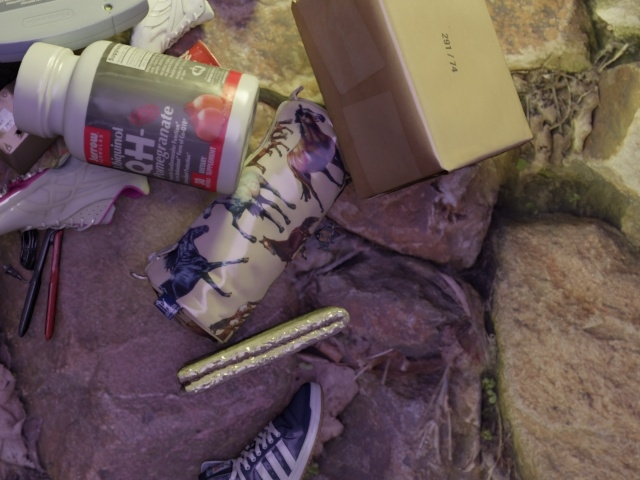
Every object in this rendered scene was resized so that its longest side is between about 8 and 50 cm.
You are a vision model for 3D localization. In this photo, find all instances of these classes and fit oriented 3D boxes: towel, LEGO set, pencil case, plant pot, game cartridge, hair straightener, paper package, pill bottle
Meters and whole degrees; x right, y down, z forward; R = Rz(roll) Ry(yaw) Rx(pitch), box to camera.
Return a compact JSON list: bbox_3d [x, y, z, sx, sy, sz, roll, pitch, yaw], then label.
[{"bbox_3d":[-0.091,0.171,1.334,0.282,0.187,0.049,-22,90,-7],"label":"towel"},{"bbox_3d":[-0.002,-0.002,1.432,0.083,0.023,0.054,-16,91,5],"label":"LEGO set"},{"bbox_3d":[-0.105,-0.039,1.343,0.183,0.160,0.410,40,85,-22],"label":"pencil case"},{"bbox_3d":[-0.475,-0.177,1.314,0.109,0.096,0.109,41,84,-8],"label":"plant pot"},{"bbox_3d":[-0.417,-0.368,1.266,0.294,0.060,0.196,-17,66,-13],"label":"game cartridge"},{"bbox_3d":[-0.456,0.040,1.344,0.089,0.047,0.230,6,89,-9],"label":"hair straightener"},{"bbox_3d":[0.150,-0.258,1.310,0.309,0.168,0.325,-22,93,-48],"label":"paper package"},{"bbox_3d":[-0.257,-0.183,1.211,0.318,0.176,0.176,13,89,-3],"label":"pill bottle"}]

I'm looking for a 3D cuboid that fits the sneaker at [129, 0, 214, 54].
[{"bbox_3d":[-0.232,-0.359,1.357,0.115,0.090,0.232,20,88,-12],"label":"sneaker"}]

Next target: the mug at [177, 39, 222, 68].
[{"bbox_3d":[-0.218,-0.211,1.341,0.169,0.113,0.150,-35,67,-3],"label":"mug"}]

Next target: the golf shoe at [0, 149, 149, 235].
[{"bbox_3d":[-0.394,-0.059,1.296,0.306,0.115,0.140,-36,109,-25],"label":"golf shoe"}]

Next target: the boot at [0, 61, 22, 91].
[{"bbox_3d":[-0.623,-0.280,1.281,0.338,0.118,0.222,-37,93,-8],"label":"boot"}]

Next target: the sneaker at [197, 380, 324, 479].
[{"bbox_3d":[-0.102,0.348,1.379,0.153,0.099,0.282,20,90,-11],"label":"sneaker"}]
